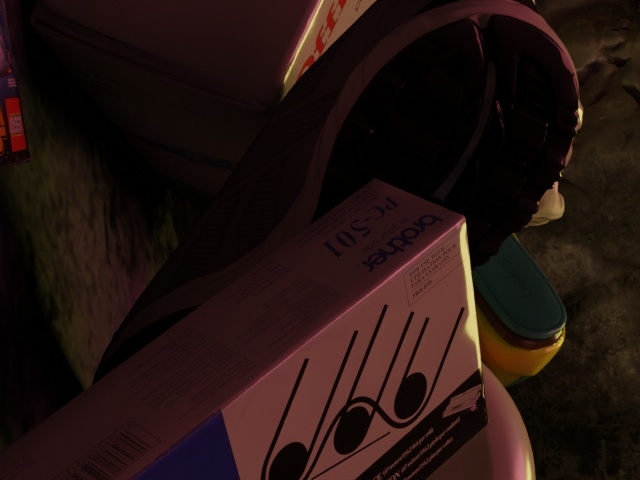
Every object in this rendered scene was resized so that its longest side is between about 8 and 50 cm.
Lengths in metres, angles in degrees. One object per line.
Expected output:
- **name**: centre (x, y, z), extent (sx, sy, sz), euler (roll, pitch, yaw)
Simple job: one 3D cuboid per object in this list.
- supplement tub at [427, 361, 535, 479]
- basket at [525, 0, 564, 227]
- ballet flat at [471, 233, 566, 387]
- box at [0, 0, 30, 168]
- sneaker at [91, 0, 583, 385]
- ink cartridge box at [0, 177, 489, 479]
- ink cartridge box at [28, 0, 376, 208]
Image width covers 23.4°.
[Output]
- **supplement tub**: centre (0.033, 0.173, 0.906), extent (0.272, 0.191, 0.191), euler (72, 13, -64)
- **basket**: centre (0.106, -0.167, 1.646), extent (0.331, 0.266, 0.328), euler (13, 71, -85)
- **ballet flat**: centre (0.070, -0.013, 0.913), extent (0.231, 0.077, 0.077), euler (66, -30, 28)
- **box**: centre (-0.123, -0.062, 0.455), extent (0.137, 0.027, 0.094), euler (-52, 133, -82)
- **sneaker**: centre (0.001, 0.000, 0.620), extent (0.100, 0.271, 0.108), euler (32, 28, -20)
- **ink cartridge box**: centre (-0.030, 0.075, 0.498), extent (0.207, 0.046, 0.097), euler (-37, 134, -30)
- **ink cartridge box**: centre (-0.016, -0.128, 0.771), extent (0.278, 0.117, 0.201), euler (62, 52, -75)
